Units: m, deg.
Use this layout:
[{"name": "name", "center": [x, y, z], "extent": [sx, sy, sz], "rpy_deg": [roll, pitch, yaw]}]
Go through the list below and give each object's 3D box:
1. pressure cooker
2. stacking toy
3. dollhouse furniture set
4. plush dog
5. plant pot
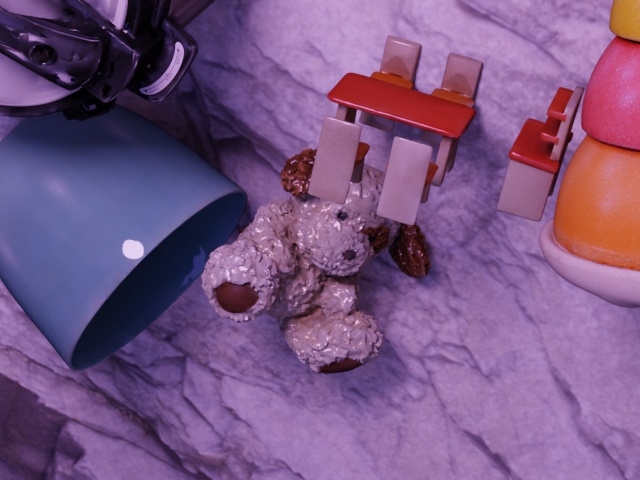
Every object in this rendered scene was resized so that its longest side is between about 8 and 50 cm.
[{"name": "pressure cooker", "center": [-0.284, -0.327, 1.804], "extent": [0.370, 0.420, 0.375], "rpy_deg": [2, 118, 23]}, {"name": "stacking toy", "center": [0.385, -0.191, 1.722], "extent": [0.350, 0.350, 0.480], "rpy_deg": [1, 107, 20]}, {"name": "dollhouse furniture set", "center": [0.138, -0.129, 1.855], "extent": [0.259, 0.262, 0.135], "rpy_deg": [17, 120, 10]}, {"name": "plush dog", "center": [0.000, 0.000, 2.051], "extent": [0.225, 0.210, 0.262], "rpy_deg": [-41, 127, 18]}, {"name": "plant pot", "center": [-0.270, -0.032, 2.054], "extent": [0.235, 0.293, 0.293], "rpy_deg": [44, 124, 9]}]
